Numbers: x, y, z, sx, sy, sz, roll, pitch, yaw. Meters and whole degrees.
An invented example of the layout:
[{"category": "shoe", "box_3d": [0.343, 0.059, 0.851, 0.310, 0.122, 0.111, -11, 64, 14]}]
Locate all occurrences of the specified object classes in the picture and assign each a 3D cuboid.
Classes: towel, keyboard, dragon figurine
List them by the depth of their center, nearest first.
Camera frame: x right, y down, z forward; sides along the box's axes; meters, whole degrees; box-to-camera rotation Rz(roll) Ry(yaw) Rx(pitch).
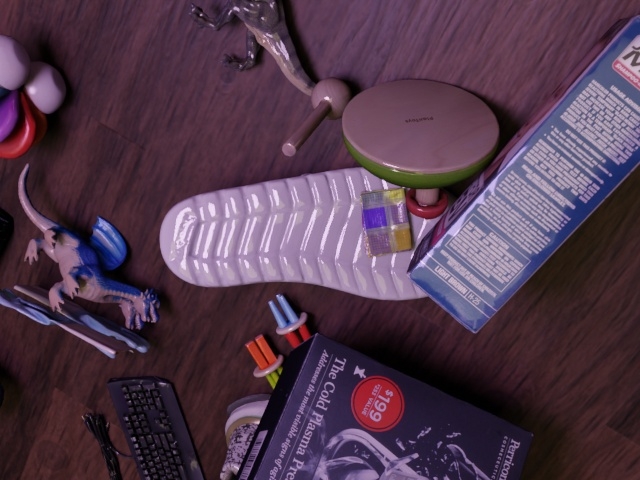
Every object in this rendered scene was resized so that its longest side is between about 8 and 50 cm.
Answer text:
[{"category": "towel", "box_3d": [0.082, -0.023, 1.015, 0.060, 0.009, 0.083, -6, 93, 0]}, {"category": "dragon figurine", "box_3d": [-0.354, 0.021, 1.219, 0.085, 0.144, 0.289, -41, 76, 30]}, {"category": "keyboard", "box_3d": [-0.302, 0.376, 1.386, 0.202, 0.033, 0.317, -7, 109, 22]}]

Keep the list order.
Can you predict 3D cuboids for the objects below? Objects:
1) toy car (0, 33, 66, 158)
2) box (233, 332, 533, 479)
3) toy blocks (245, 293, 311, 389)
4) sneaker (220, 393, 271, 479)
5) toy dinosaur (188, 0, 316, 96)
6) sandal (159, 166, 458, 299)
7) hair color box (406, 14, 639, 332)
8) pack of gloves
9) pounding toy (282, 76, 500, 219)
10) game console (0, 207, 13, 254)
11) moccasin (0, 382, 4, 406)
[{"category": "toy car", "box_3d": [-0.445, -0.182, 1.103, 0.159, 0.182, 0.136, -17, 71, 13]}, {"category": "box", "box_3d": [0.052, 0.343, 1.031, 0.313, 0.343, 0.179, 25, 161, -6]}, {"category": "toy blocks", "box_3d": [-0.057, 0.157, 1.192, 0.123, 0.054, 0.148, -23, 103, 26]}, {"category": "sneaker", "box_3d": [-0.060, 0.450, 1.245, 0.158, 0.182, 0.410, -19, 106, 25]}, {"category": "toy dinosaur", "box_3d": [-0.087, -0.272, 1.018, 0.118, 0.064, 0.268, -20, 108, 19]}, {"category": "sandal", "box_3d": [0.001, -0.016, 1.072, 0.417, 0.102, 0.169, 3, 95, 1]}, {"category": "hair color box", "box_3d": [0.250, -0.075, 0.888, 0.105, 0.174, 0.347, 40, 108, 1]}, {"category": "pack of gloves", "box_3d": [-0.379, 0.132, 1.217, 0.232, 0.195, 0.046, 24, 90, 8]}, {"category": "pounding toy", "box_3d": [0.089, -0.103, 0.974, 0.237, 0.183, 0.110, 10, 134, 10]}, {"category": "game console", "box_3d": [-0.682, -0.058, 1.327, 0.361, 0.044, 0.213, 37, 117, 1]}, {"category": "moccasin", "box_3d": [-0.669, 0.178, 1.386, 0.342, 0.117, 0.137, 34, 107, 8]}]
